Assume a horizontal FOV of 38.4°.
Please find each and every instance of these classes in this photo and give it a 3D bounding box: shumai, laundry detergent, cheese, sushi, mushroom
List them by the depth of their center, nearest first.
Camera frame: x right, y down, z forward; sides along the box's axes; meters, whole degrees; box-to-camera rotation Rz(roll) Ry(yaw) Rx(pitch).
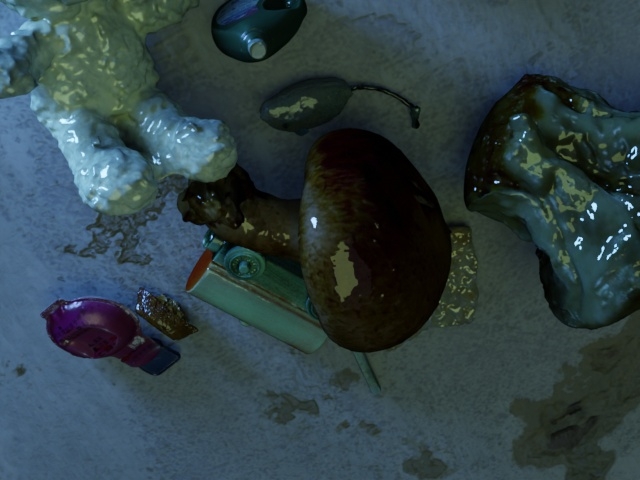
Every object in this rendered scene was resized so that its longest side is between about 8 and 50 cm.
[{"bbox_3d":[-0.080,-0.289,1.239,0.137,0.211,0.063,-20,117,2],"label":"laundry detergent"},{"bbox_3d":[0.011,0.010,1.322,0.356,0.331,0.334,-22,129,-4],"label":"mushroom"},{"bbox_3d":[0.387,-0.096,1.360,0.323,0.324,0.398,33,104,-6],"label":"shumai"},{"bbox_3d":[-0.253,0.121,1.510,0.118,0.061,0.060,44,71,-26],"label":"sushi"},{"bbox_3d":[-0.343,0.158,1.512,0.244,0.062,0.155,32,124,-33],"label":"cheese"}]

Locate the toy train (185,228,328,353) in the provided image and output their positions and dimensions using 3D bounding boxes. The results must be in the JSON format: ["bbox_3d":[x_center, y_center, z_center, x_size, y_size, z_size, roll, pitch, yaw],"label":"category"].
[{"bbox_3d":[-0.080,0.081,1.489,0.285,0.116,0.177,29,122,-20],"label":"toy train"}]

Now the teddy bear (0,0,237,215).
[{"bbox_3d":[-0.286,-0.287,1.162,0.327,0.375,0.362,-26,142,-30],"label":"teddy bear"}]

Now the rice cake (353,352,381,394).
[{"bbox_3d":[0.079,0.221,1.620,0.021,0.022,0.121,-22,117,6],"label":"rice cake"}]

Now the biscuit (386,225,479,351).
[{"bbox_3d":[0.184,0.085,1.557,0.188,0.040,0.265,29,111,-19],"label":"biscuit"}]

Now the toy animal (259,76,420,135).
[{"bbox_3d":[0.031,-0.208,1.384,0.252,0.070,0.079,-6,147,-15],"label":"toy animal"}]
